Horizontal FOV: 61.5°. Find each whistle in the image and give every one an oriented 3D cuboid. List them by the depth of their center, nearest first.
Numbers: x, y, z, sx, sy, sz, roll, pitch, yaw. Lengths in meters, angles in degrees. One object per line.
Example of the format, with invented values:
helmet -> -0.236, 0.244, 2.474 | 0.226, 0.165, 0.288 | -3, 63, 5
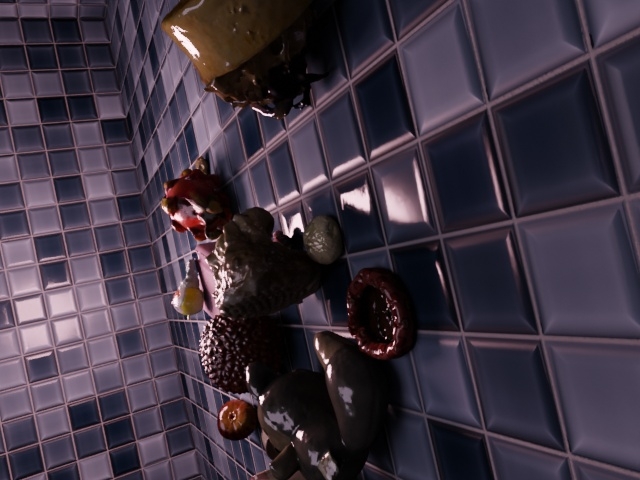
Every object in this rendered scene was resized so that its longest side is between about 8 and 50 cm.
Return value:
whistle -> -0.488, 0.181, 1.973 | 0.123, 0.122, 0.223 | 150, 120, -62

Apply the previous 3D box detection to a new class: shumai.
shumai -> -0.156, 0.034, 1.304 | 0.263, 0.266, 0.314 | 66, -173, 14

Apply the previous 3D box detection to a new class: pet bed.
pet bed -> 0.117, 0.148, 1.079 | 0.201, 0.053, 0.202 | 23, 118, 53

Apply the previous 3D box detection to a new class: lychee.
lychee -> -0.244, 0.332, 1.634 | 0.300, 0.264, 0.265 | -24, 77, 38

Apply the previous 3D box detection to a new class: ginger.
ginger -> -0.443, -0.234, 2.045 | 0.069, 0.051, 0.174 | -160, 57, -66

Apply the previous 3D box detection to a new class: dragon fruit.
dragon fruit -> -0.415, -0.120, 1.873 | 0.307, 0.243, 0.228 | 27, 107, 12

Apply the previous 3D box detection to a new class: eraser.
eraser -> -0.330, 0.167, 1.900 | 0.359, 0.122, 0.273 | 21, 121, 61

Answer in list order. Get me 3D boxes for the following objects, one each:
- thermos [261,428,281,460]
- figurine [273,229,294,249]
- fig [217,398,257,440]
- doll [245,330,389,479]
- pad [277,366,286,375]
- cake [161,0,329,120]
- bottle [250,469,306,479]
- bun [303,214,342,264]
thermos -> -0.145, 0.608, 1.733 | 0.193, 0.104, 0.137 | -170, 67, -75
figurine -> -0.100, 0.039, 1.471 | 0.072, 0.054, 0.129 | -127, 29, -55
fig -> -0.326, 0.699, 2.063 | 0.148, 0.149, 0.202 | -101, 28, -45
doll -> 0.012, 0.373, 1.264 | 0.379, 0.252, 0.382 | -56, 46, 13
pad -> -0.096, 0.502, 1.678 | 0.233, 0.022, 0.174 | 41, 135, 50
cake -> -0.114, -0.418, 1.113 | 0.321, 0.332, 0.332 | 49, 169, -31
bottle -> -0.073, 0.617, 1.319 | 0.147, 0.236, 0.148 | 5, 96, 57
bun -> 0.000, 0.000, 1.230 | 0.115, 0.069, 0.115 | 33, 128, 54
